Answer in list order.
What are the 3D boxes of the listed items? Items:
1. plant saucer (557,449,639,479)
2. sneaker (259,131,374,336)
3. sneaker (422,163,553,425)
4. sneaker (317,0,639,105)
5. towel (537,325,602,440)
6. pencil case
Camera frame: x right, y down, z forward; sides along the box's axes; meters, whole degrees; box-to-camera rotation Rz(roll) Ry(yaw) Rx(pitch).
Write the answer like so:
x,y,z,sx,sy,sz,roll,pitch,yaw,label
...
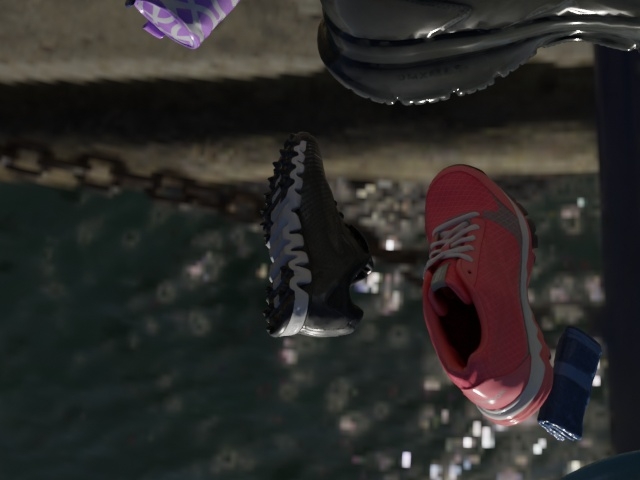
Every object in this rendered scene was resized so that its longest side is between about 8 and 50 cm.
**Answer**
x,y,z,sx,sy,sz,roll,pitch,yaw,label
0.299,0.308,1.510,0.317,0.317,0.044,-3,132,10,plant saucer
0.000,0.000,1.770,0.106,0.234,0.078,13,143,-20,sneaker
0.163,0.037,1.920,0.116,0.314,0.136,-29,145,26,sneaker
0.129,-0.156,0.874,0.286,0.109,0.130,-16,137,2,sneaker
0.280,0.160,2.011,0.029,0.119,0.067,2,156,42,towel
-0.103,-0.287,1.826,0.086,0.206,0.088,41,168,-8,pencil case
